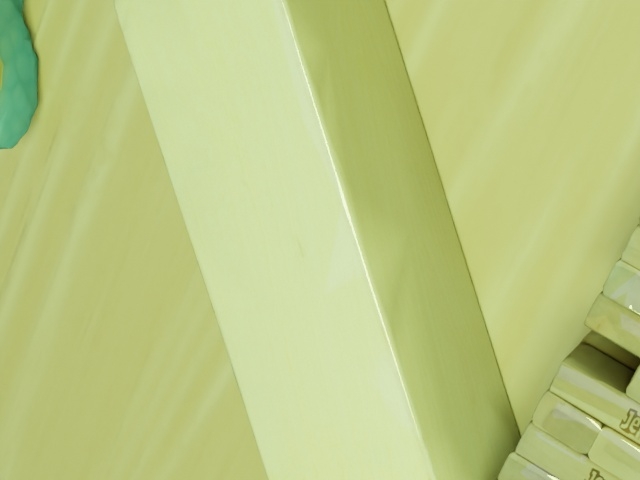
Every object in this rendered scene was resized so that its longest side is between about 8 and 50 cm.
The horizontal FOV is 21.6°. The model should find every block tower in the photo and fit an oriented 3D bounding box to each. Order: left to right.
[{"bbox_3d":[0.163,0.047,0.721,0.097,0.091,0.335,30,115,16],"label":"block tower"}]

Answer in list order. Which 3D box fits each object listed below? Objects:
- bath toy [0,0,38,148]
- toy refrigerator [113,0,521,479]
[{"bbox_3d":[-0.322,-0.118,0.906,0.348,0.151,0.129,7,149,24],"label":"bath toy"},{"bbox_3d":[0.000,0.000,0.783,0.094,0.102,0.270,-15,97,29],"label":"toy refrigerator"}]
